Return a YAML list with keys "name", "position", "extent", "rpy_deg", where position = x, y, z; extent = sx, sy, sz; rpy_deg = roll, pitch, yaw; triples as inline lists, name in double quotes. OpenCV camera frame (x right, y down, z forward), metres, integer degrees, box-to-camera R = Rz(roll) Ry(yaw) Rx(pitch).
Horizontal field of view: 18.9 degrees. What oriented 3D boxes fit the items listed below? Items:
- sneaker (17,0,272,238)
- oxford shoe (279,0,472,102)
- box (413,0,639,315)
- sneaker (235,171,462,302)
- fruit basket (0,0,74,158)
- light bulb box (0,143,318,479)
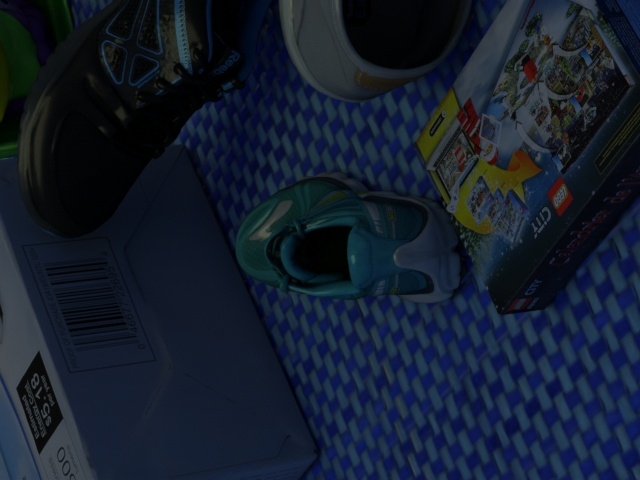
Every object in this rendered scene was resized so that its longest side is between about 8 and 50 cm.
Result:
- name: "sneaker"
  position: [-0.143, -0.146, 1.651]
  extent: [0.140, 0.125, 0.341]
  rpy_deg: [32, 96, 40]
- name: "oxford shoe"
  position: [0.038, -0.314, 1.380]
  extent: [0.130, 0.169, 0.449]
  rpy_deg: [25, 123, 57]
- name: "box"
  position: [0.159, -0.079, 1.336]
  extent: [0.233, 0.044, 0.159]
  rpy_deg: [-57, 48, 46]
- name: "sneaker"
  position: [0.000, 0.000, 1.547]
  extent: [0.275, 0.110, 0.107]
  rpy_deg: [0, 96, 59]
- name: "fruit basket"
  position: [-0.421, -0.183, 1.949]
  extent: [0.392, 0.392, 0.283]
  rpy_deg: [-34, 66, 55]
- name: "light bulb box"
  position: [-0.222, 0.159, 1.827]
  extent: [0.361, 0.225, 0.358]
  rpy_deg: [-56, 50, 46]
